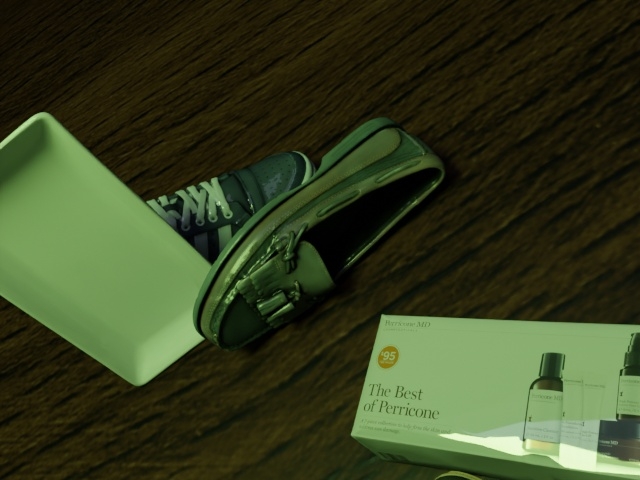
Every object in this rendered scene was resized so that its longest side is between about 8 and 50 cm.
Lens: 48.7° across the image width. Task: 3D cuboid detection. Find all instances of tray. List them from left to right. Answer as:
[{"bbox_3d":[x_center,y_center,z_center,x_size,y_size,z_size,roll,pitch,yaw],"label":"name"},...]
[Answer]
[{"bbox_3d":[-0.195,0.018,0.620,0.145,0.270,0.030,-36,39,6],"label":"tray"}]

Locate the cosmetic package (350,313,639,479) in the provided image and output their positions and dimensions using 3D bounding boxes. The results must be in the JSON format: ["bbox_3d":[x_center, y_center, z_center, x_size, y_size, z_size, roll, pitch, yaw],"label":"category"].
[{"bbox_3d":[0.144,0.106,0.467,0.238,0.060,0.099,-2,56,34],"label":"cosmetic package"}]

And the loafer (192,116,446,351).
[{"bbox_3d":[0.000,0.000,0.629,0.267,0.096,0.084,-47,50,-8],"label":"loafer"}]

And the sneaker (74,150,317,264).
[{"bbox_3d":[-0.144,-0.022,0.698,0.282,0.153,0.099,-36,45,6],"label":"sneaker"}]

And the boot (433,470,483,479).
[{"bbox_3d":[0.104,0.186,0.377,0.077,0.137,0.198,-45,43,-3],"label":"boot"}]
